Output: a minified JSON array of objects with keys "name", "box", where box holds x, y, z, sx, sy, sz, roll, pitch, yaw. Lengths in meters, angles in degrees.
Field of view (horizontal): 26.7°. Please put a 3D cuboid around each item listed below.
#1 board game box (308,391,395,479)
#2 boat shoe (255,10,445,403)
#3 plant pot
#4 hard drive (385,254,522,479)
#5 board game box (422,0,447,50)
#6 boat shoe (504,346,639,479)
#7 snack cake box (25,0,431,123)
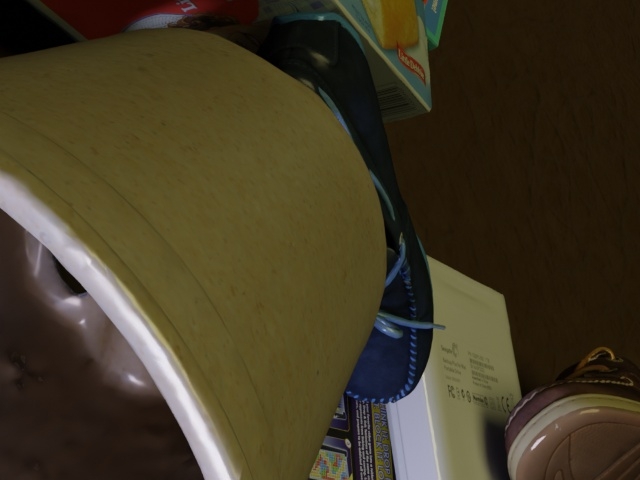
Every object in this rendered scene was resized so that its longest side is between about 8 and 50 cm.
[{"name":"board game box","box":[-0.017,0.101,0.860,0.141,0.048,0.170,22,57,-44]},{"name":"boat shoe","box":[0.000,0.000,0.778,0.089,0.109,0.258,-74,148,-55]},{"name":"plant pot","box":[-0.120,0.045,0.593,0.334,0.334,0.305,60,28,-10]},{"name":"hard drive","box":[0.107,0.173,0.933,0.203,0.040,0.307,25,54,-60]},{"name":"board game box","box":[0.025,-0.265,1.076,0.210,0.047,0.160,38,48,-31]},{"name":"boat shoe","box":[0.217,0.150,1.038,0.342,0.123,0.123,22,25,-52]},{"name":"snack cake box","box":[-0.053,-0.149,0.797,0.264,0.152,0.089,39,45,-57]}]
